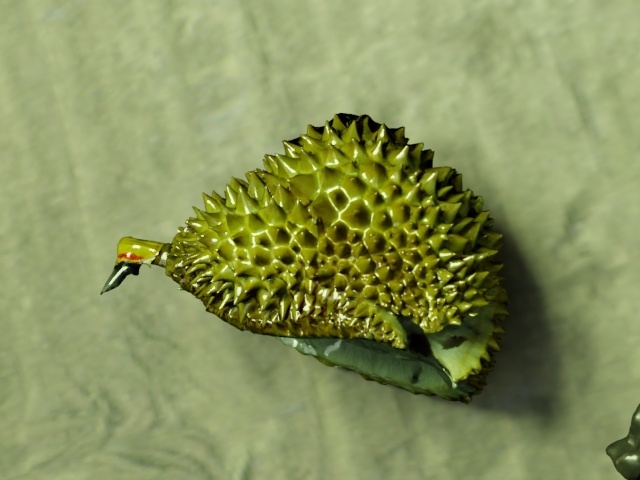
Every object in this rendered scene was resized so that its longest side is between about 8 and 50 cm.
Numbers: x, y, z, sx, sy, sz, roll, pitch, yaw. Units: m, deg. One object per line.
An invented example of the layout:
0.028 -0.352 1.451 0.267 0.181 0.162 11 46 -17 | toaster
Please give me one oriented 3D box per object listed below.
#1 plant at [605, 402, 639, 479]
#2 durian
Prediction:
0.227 0.096 0.720 0.129 0.194 0.132 33 109 16 | plant
0.000 0.000 0.846 0.237 0.193 0.138 14 81 9 | durian
